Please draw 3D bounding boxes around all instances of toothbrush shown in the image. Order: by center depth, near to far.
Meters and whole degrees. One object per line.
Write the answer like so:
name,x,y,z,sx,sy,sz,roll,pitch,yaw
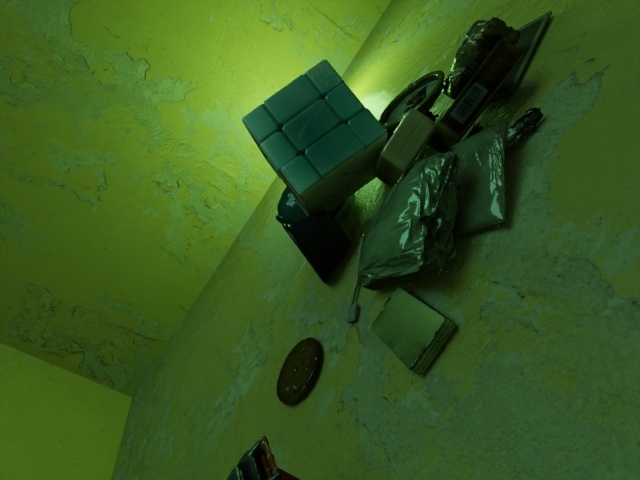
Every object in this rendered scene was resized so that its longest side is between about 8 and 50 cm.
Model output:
toothbrush,0.108,0.094,1.123,0.029,0.025,0.308,-28,34,38

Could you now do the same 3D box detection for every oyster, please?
oyster,0.418,-0.466,1.082,0.232,0.161,0.108,-43,39,51

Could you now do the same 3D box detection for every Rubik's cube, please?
Rubik's cube,-0.006,-0.299,1.297,0.321,0.316,0.319,-35,-13,-2

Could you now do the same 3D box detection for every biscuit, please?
biscuit,0.180,0.172,0.819,0.121,0.040,0.199,-58,19,3
biscuit,-0.057,0.355,1.103,0.188,0.027,0.188,-45,24,26

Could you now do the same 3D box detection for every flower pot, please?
flower pot,0.000,0.000,1.281,0.148,0.235,0.235,-38,20,-3

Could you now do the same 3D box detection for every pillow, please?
pillow,0.330,-0.124,0.850,0.148,0.050,0.230,146,134,-64
pillow,0.196,-0.038,0.909,0.310,0.138,0.284,137,154,-70

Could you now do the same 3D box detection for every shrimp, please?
shrimp,0.397,-0.232,0.927,0.219,0.046,0.152,-42,28,35

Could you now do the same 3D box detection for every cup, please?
cup,-0.008,-0.153,1.529,0.289,0.219,0.258,18,74,36

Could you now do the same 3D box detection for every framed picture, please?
framed picture,0.492,-0.472,1.109,0.275,0.017,0.217,-60,20,-9

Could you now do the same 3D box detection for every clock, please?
clock,0.271,-0.396,1.185,0.237,0.057,0.237,-37,25,20

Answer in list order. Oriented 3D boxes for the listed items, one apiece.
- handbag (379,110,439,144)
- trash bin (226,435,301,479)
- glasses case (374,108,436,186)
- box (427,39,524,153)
handbag,0.263,-0.377,1.353,0.162,0.113,0.260,-56,24,-12
trash bin,-0.042,0.446,0.627,0.185,0.238,0.161,-62,18,-7
glasses case,0.221,-0.241,1.116,0.144,0.076,0.336,-56,-4,4
box,0.363,-0.331,0.971,0.240,0.071,0.159,-52,-9,-3
